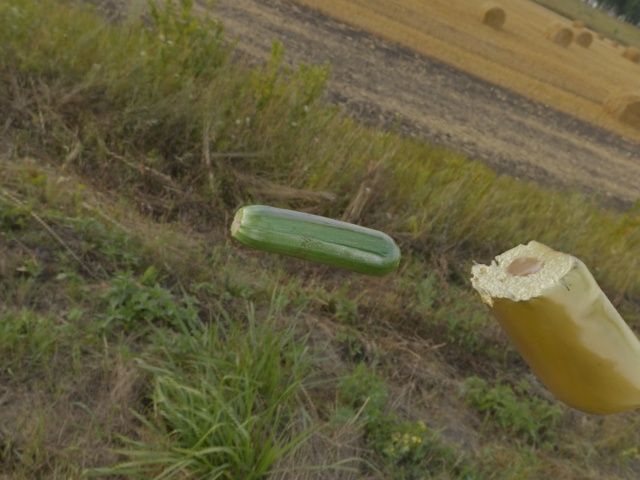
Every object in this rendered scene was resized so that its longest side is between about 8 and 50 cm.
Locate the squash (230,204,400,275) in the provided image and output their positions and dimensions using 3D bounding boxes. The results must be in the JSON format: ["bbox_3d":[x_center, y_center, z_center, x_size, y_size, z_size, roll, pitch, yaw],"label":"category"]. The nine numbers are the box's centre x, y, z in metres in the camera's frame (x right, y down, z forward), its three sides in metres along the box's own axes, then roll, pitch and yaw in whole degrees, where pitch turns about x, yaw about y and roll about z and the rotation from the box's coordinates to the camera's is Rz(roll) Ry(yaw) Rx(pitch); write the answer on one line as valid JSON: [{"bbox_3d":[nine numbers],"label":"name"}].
[{"bbox_3d":[0.000,0.000,0.739,0.229,0.066,0.066,13,33,-21],"label":"squash"}]

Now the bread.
[{"bbox_3d":[0.223,0.084,0.535,0.173,0.085,0.134,51,3,-7],"label":"bread"}]
